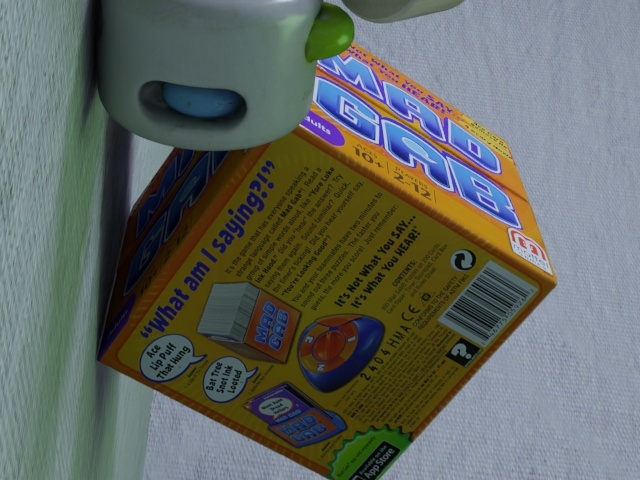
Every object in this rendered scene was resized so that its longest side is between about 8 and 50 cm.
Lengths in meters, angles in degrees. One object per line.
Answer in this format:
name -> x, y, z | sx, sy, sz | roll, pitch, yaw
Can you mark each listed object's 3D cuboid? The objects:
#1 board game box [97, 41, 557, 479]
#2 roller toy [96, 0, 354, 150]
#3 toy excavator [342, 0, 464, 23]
board game box -> 0.000, 0.000, 1.426 | 0.356, 0.356, 0.356 | -52, -161, 24
roller toy -> -0.097, -0.169, 1.041 | 0.209, 0.191, 0.146 | 36, -47, 37
toy excavator -> 0.027, -0.462, 0.978 | 0.433, 0.222, 0.445 | 46, -43, 27
